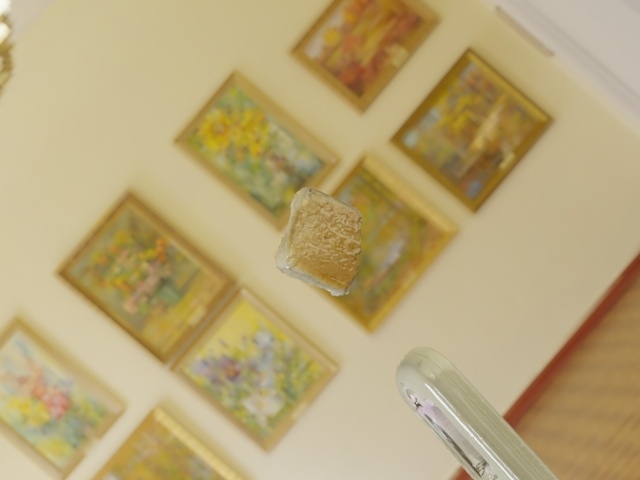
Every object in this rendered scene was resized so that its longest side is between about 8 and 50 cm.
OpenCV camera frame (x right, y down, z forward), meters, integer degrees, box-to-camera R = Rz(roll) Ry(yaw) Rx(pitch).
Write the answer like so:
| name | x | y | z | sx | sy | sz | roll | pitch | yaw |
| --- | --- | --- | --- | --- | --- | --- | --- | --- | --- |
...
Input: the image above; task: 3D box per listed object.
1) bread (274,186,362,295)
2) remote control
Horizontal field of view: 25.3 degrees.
| name | x | y | z | sx | sy | sz | roll | pitch | yaw |
| --- | --- | --- | --- | --- | --- | --- | --- | --- | --- |
| bread | 0.000 | 0.000 | 1.214 | 0.035 | 0.070 | 0.083 | -18 | 56 | 57 |
| remote control | 0.145 | 0.184 | 1.239 | 0.042 | 0.221 | 0.078 | -37 | -11 | -25 |
